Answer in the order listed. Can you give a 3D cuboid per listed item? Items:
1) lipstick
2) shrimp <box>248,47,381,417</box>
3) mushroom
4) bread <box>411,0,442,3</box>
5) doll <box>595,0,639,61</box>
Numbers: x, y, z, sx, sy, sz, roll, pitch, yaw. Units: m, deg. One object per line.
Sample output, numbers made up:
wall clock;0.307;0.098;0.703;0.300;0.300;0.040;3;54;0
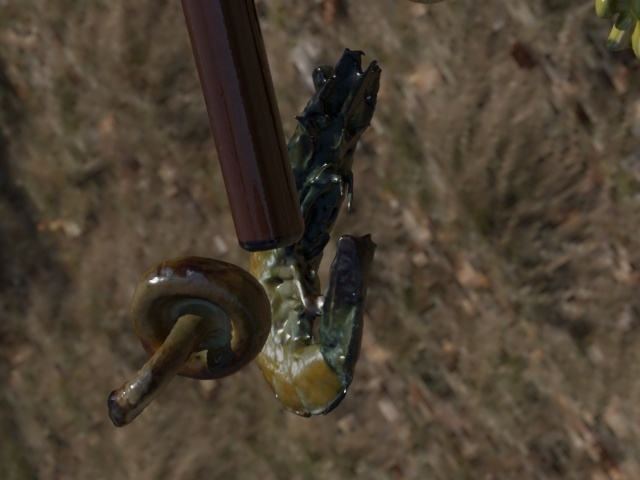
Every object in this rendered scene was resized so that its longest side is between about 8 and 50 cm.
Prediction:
lipstick;-0.074;-0.167;1.327;0.057;0.057;0.356;-159;54;-76
shrimp;0.000;0.000;1.896;0.272;0.085;0.445;-118;35;-49
mushroom;-0.095;0.064;1.144;0.088;0.129;0.073;50;172;-23
bread;0.096;-0.299;1.481;0.105;0.213;0.213;32;161;22
doll;0.359;-0.159;1.436;0.291;0.117;0.086;19;-151;-21
